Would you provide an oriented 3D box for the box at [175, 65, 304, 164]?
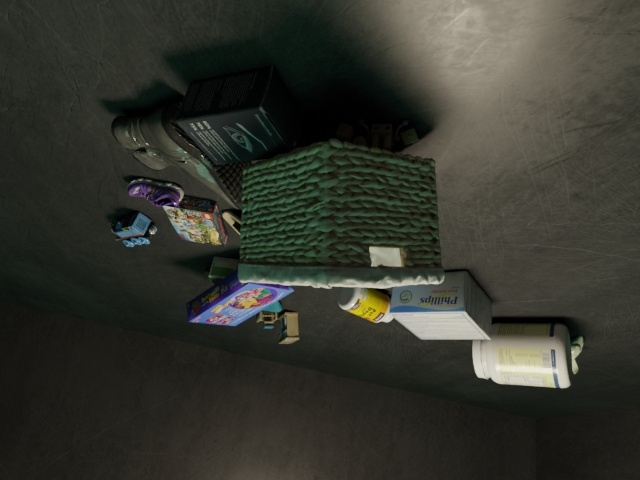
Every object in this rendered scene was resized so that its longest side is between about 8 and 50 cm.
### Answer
[{"bbox_3d":[-0.160,-0.248,1.011,0.207,0.108,0.153,-1,151,24],"label":"box"}]

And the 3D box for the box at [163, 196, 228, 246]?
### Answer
[{"bbox_3d":[-0.392,-0.060,1.567,0.159,0.044,0.233,10,155,4],"label":"box"}]

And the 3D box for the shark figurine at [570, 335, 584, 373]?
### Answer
[{"bbox_3d":[0.945,0.460,2.031,0.278,0.116,0.166,-15,111,30],"label":"shark figurine"}]

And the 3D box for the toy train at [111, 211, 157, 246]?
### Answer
[{"bbox_3d":[-0.642,-0.037,1.687,0.184,0.080,0.105,-7,140,38],"label":"toy train"}]

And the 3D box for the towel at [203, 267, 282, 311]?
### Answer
[{"bbox_3d":[-0.321,0.217,2.117,0.271,0.040,0.370,6,153,11],"label":"towel"}]

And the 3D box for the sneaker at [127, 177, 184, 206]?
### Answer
[{"bbox_3d":[-0.483,-0.133,1.424,0.169,0.071,0.068,7,154,11],"label":"sneaker"}]

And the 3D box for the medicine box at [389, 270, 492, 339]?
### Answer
[{"bbox_3d":[0.424,0.234,1.713,0.263,0.149,0.289,-7,148,34],"label":"medicine box"}]

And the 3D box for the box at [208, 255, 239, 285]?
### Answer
[{"bbox_3d":[-0.357,0.124,1.879,0.101,0.087,0.102,7,153,7],"label":"box"}]

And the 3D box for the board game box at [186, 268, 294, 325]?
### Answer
[{"bbox_3d":[-0.305,0.216,1.866,0.347,0.078,0.233,-32,150,29],"label":"board game box"}]

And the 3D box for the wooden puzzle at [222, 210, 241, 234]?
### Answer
[{"bbox_3d":[-0.182,0.014,1.536,0.238,0.044,0.221,28,165,32],"label":"wooden puzzle"}]

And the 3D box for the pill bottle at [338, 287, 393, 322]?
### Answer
[{"bbox_3d":[0.179,0.235,1.853,0.214,0.117,0.117,26,151,-28],"label":"pill bottle"}]

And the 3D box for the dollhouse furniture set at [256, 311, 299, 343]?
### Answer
[{"bbox_3d":[-0.209,0.411,2.314,0.183,0.130,0.129,4,158,-20],"label":"dollhouse furniture set"}]

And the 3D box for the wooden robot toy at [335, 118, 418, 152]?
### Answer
[{"bbox_3d":[0.122,-0.204,1.039,0.173,0.076,0.079,4,164,16],"label":"wooden robot toy"}]

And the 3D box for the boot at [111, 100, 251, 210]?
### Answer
[{"bbox_3d":[-0.322,-0.197,1.207,0.222,0.118,0.338,-3,140,33],"label":"boot"}]

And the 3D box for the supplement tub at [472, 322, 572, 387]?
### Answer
[{"bbox_3d":[0.767,0.430,1.875,0.324,0.236,0.235,-5,150,31],"label":"supplement tub"}]

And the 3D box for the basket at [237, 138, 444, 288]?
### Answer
[{"bbox_3d":[0.035,-0.035,1.046,0.328,0.267,0.331,3,175,-37],"label":"basket"}]
